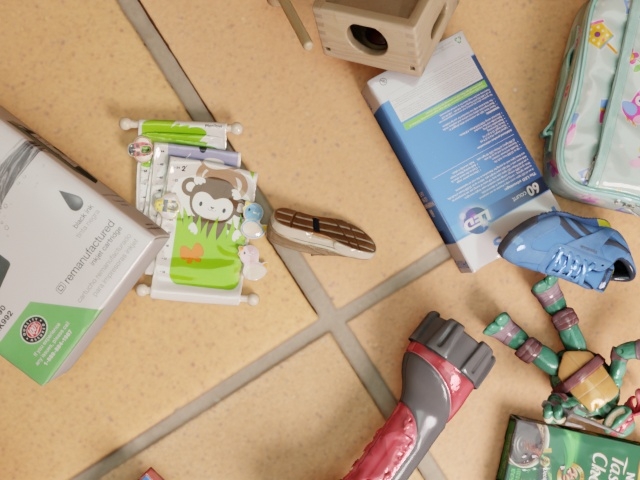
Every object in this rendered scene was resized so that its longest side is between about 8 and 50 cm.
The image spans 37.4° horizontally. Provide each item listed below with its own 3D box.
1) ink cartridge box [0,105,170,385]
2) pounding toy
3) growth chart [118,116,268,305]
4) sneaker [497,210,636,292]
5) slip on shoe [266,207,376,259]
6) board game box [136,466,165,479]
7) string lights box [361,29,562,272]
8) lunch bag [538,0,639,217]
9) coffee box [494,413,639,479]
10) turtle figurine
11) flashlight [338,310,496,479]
[{"bbox_3d":[-0.353,-0.009,1.069,0.289,0.121,0.211,37,91,-1],"label":"ink cartridge box"},{"bbox_3d":[0.033,-0.261,1.104,0.206,0.094,0.181,17,64,21],"label":"pounding toy"},{"bbox_3d":[-0.151,-0.035,1.146,0.172,0.021,0.237,-3,90,-4],"label":"growth chart"},{"bbox_3d":[0.296,0.018,1.101,0.209,0.069,0.082,3,46,-39],"label":"sneaker"},{"bbox_3d":[0.000,0.000,1.148,0.135,0.051,0.041,14,130,-14],"label":"slip on shoe"},{"bbox_3d":[-0.149,0.413,1.108,0.281,0.027,0.145,45,100,-2],"label":"board game box"},{"bbox_3d":[0.171,-0.104,1.146,0.133,0.077,0.259,-28,90,-5],"label":"string lights box"},{"bbox_3d":[0.391,-0.165,1.150,0.224,0.108,0.279,13,87,-4],"label":"lunch bag"},{"bbox_3d":[0.312,0.287,1.158,0.184,0.040,0.113,14,86,-4],"label":"coffee box"},{"bbox_3d":[0.314,0.160,1.127,0.175,0.118,0.234,-36,75,-20],"label":"turtle figurine"},{"bbox_3d":[0.080,0.229,1.101,0.103,0.103,0.304,34,78,24],"label":"flashlight"}]
